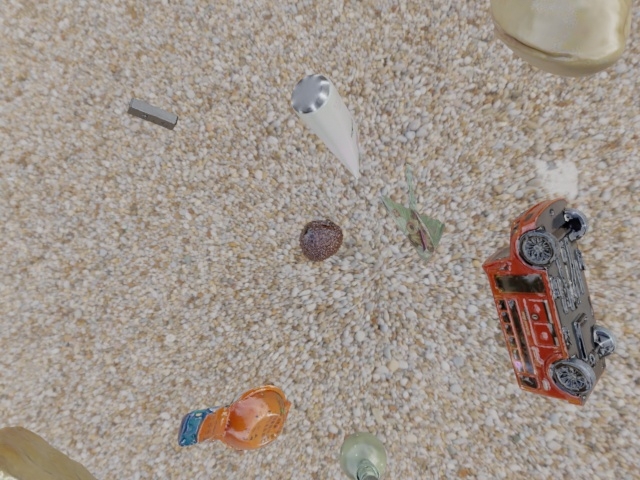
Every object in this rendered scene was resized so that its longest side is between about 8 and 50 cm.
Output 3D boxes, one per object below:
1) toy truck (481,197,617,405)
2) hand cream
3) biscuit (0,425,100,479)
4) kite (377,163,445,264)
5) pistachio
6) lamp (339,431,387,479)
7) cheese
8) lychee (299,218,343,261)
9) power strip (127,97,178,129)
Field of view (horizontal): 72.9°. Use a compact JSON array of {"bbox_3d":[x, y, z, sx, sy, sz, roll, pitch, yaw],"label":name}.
[{"bbox_3d":[0.295,0.077,0.572,0.108,0.114,0.252,-25,99,-37],"label":"toy truck"},{"bbox_3d":[0.046,-0.325,1.233,0.118,0.359,0.185,-10,70,24],"label":"hand cream"},{"bbox_3d":[-0.499,0.535,0.871,0.429,0.446,0.104,47,62,-10],"label":"biscuit"},{"bbox_3d":[0.198,-0.064,0.912,0.012,0.229,0.250,-31,52,39],"label":"kite"},{"bbox_3d":[0.394,-0.371,0.723,0.182,0.162,0.293,-22,50,4],"label":"pistachio"},{"bbox_3d":[0.082,0.414,0.787,0.091,0.163,0.090,0,89,-2],"label":"lamp"},{"bbox_3d":[-0.218,0.487,1.175,0.129,0.329,0.216,29,107,48],"label":"cheese"},{"bbox_3d":[-0.002,-0.001,1.225,0.123,0.123,0.129,45,127,9],"label":"lychee"},{"bbox_3d":[-0.397,-0.298,1.026,0.111,0.038,0.029,17,68,-29],"label":"power strip"}]
